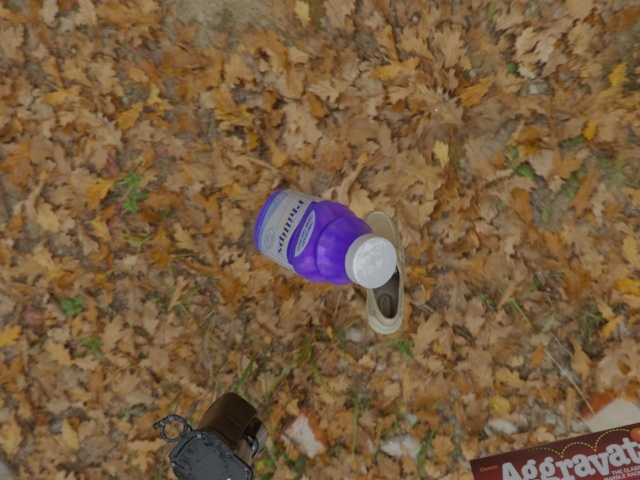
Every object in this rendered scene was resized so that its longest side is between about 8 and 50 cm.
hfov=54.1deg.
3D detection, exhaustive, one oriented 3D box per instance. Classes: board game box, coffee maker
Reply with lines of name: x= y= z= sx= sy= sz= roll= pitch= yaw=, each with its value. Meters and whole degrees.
board game box: x=0.322 y=0.285 z=0.700 sx=0.281 sy=0.145 sz=0.027 roll=-17 pitch=129 yaw=10
coffee maker: x=-0.173 y=0.328 z=1.052 sx=0.120 sy=0.178 sz=0.171 roll=-25 pitch=95 yaw=6

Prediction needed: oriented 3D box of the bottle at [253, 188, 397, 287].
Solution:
bottle: x=0.000 y=0.000 z=0.891 sx=0.092 sy=0.283 sz=0.118 roll=21 pitch=92 yaw=-32

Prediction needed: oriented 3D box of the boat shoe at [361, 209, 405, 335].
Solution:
boat shoe: x=0.141 y=0.055 z=1.402 sx=0.109 sy=0.098 sz=0.302 roll=0 pitch=64 yaw=-1
